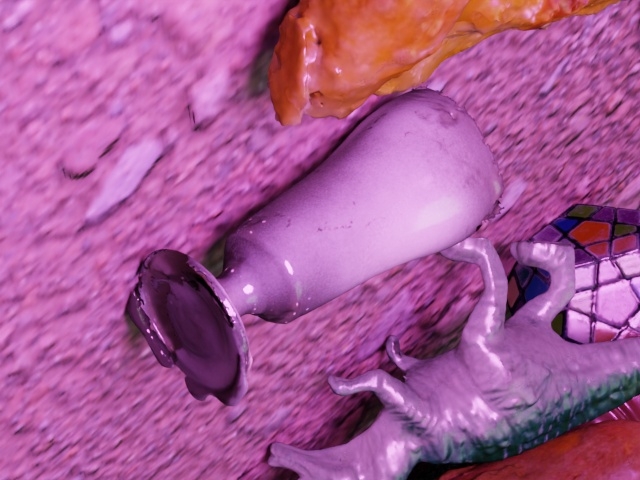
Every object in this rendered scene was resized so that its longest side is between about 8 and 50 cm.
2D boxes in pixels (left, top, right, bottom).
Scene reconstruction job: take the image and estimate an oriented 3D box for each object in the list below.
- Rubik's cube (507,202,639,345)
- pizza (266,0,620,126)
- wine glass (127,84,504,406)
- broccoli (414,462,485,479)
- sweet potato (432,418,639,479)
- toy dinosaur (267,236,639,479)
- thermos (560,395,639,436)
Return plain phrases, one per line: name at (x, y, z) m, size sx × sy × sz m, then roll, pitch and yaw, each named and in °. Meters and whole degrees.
Rubik's cube at (0.163, 0.033, 1.130) m, size 0.111 × 0.093 × 0.111 m, roll -39°, pitch 158°, yaw -20°
pizza at (0.125, -0.154, 0.768) m, size 0.280 × 0.075 × 0.288 m, roll -56°, pitch 157°, yaw 20°
wine glass at (0.000, 0.000, 0.799) m, size 0.155 × 0.072 × 0.072 m, roll -33°, pitch 154°, yaw -33°
broccoli at (0.111, 0.262, 1.217) m, size 0.294 × 0.245 × 0.265 m, roll -45°, pitch 161°, yaw -41°
sweet potato at (0.031, 0.209, 1.050) m, size 0.385 × 0.109 × 0.109 m, roll -31°, pitch 159°, yaw 4°
toy dinosaur at (0.129, 0.035, 1.036) m, size 0.383 × 0.129 × 0.076 m, roll -23°, pitch -167°, yaw -9°
thermos at (0.201, 0.074, 1.235) m, size 0.232 × 0.124 × 0.099 m, roll -43°, pitch 137°, yaw -39°
